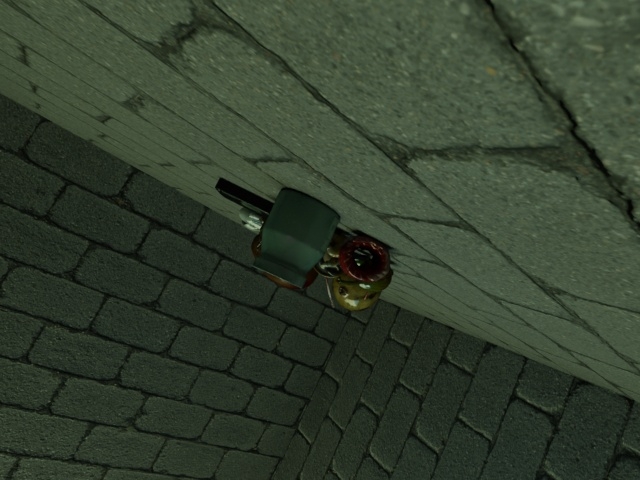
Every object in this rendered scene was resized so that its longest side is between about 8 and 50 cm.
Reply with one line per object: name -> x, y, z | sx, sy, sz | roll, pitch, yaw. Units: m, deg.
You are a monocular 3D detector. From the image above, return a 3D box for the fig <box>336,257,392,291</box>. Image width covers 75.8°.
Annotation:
fig -> 0.201, 0.173, 1.821 | 0.259, 0.152, 0.151 | -20, -157, -34

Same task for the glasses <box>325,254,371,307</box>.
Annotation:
glasses -> 0.141, 0.199, 1.966 | 0.233, 0.269, 0.118 | -12, -163, -11

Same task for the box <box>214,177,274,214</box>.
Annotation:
box -> -0.313, -0.172, 1.921 | 0.349, 0.058, 0.211 | 26, 172, 1

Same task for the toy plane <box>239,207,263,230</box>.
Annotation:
toy plane -> -0.325, -0.095, 2.253 | 0.266, 0.123, 0.267 | 28, 172, 5

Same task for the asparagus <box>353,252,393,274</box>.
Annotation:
asparagus -> 0.235, 0.123, 2.080 | 0.277, 0.060, 0.067 | 26, -177, 5

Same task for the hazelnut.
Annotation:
hazelnut -> -0.170, 0.075, 2.110 | 0.365, 0.366, 0.366 | 26, 173, 4

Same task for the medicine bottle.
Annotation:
medicine bottle -> -0.095, 0.000, 1.453 | 0.244, 0.290, 0.245 | 25, 173, 4

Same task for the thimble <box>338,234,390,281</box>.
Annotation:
thimble -> 0.165, 0.073, 1.565 | 0.189, 0.163, 0.125 | 27, 174, -7

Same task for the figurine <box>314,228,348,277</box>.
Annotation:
figurine -> 0.059, 0.055, 1.762 | 0.167, 0.193, 0.257 | 9, 165, -12

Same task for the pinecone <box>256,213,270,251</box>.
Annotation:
pinecone -> -0.137, -0.014, 1.695 | 0.263, 0.264, 0.264 | 26, 173, 4

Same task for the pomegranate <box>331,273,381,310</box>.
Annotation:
pomegranate -> 0.195, 0.244, 2.236 | 0.280, 0.282, 0.281 | 26, 173, 4
